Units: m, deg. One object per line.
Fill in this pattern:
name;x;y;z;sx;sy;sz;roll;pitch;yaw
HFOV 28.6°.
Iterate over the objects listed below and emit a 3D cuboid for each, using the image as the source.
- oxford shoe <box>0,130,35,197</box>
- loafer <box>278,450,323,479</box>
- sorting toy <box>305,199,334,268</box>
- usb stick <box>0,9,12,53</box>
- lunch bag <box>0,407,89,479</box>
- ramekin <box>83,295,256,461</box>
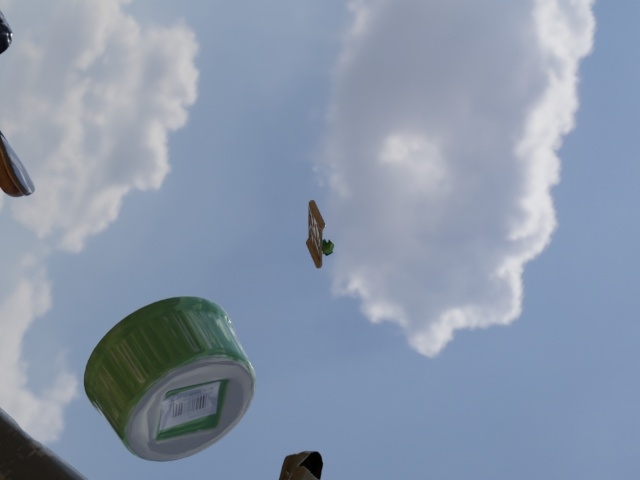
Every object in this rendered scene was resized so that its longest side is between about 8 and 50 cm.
oxford shoe;-0.405;-0.090;1.539;0.076;0.076;0.212;-34;-150;-12
loafer;-0.028;0.323;1.634;0.050;0.056;0.148;-38;-157;24
sorting toy;0.000;0.000;1.435;0.083;0.012;0.062;-115;-156;-51
usb stick;-0.427;-0.290;1.457;0.278;0.077;0.045;53;-24;42
lunch bag;-0.259;0.230;0.917;0.169;0.235;0.287;-44;156;-28
ramekin;-0.266;0.264;2.302;0.303;0.303;0.148;-57;-133;20
